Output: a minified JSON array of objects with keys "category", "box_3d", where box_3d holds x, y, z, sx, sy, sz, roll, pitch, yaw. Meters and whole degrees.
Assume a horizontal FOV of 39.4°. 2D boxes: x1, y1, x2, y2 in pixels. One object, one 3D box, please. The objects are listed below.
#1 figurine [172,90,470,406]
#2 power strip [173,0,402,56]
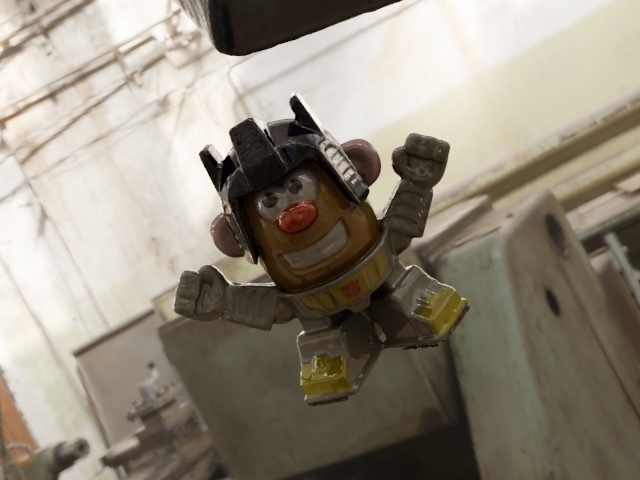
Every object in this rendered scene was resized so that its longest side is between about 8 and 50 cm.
[{"category":"figurine","box_3d":[-0.003,0.002,0.877,0.308,0.309,0.143,-28,10,-20]},{"category":"power strip","box_3d":[0.045,-0.173,0.428,0.256,0.105,0.070,-23,-45,-17]}]
